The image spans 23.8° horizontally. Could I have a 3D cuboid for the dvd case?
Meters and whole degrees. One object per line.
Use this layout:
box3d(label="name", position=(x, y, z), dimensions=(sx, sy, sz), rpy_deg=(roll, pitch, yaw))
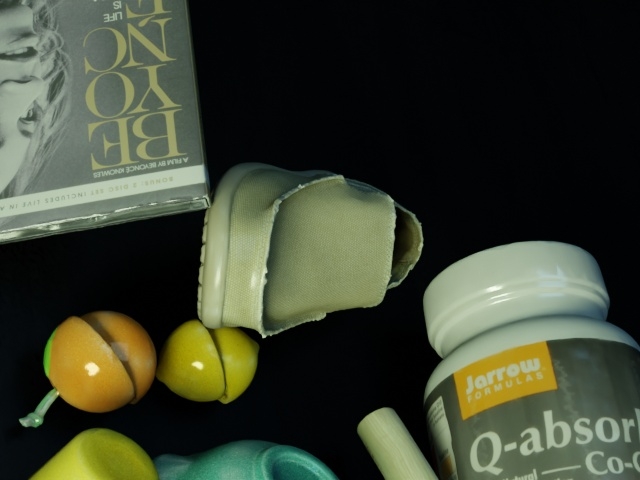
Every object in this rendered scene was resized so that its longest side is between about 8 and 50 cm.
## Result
box3d(label="dvd case", position=(-0.158, -0.102, 0.922), dimensions=(0.018, 0.164, 0.221), rpy_deg=(78, 3, -60))

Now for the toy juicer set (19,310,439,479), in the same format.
box3d(label="toy juicer set", position=(-0.037, 0.149, 0.912), dimensions=(0.329, 0.089, 0.209), rpy_deg=(24, 29, -29))

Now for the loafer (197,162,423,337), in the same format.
box3d(label="loafer", position=(0.000, 0.000, 0.974), dimensions=(0.268, 0.092, 0.102), rpy_deg=(-28, 124, -69))

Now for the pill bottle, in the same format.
box3d(label="pill bottle", position=(0.158, 0.151, 1.036), dimensions=(0.162, 0.162, 0.278), rpy_deg=(17, 51, -38))
